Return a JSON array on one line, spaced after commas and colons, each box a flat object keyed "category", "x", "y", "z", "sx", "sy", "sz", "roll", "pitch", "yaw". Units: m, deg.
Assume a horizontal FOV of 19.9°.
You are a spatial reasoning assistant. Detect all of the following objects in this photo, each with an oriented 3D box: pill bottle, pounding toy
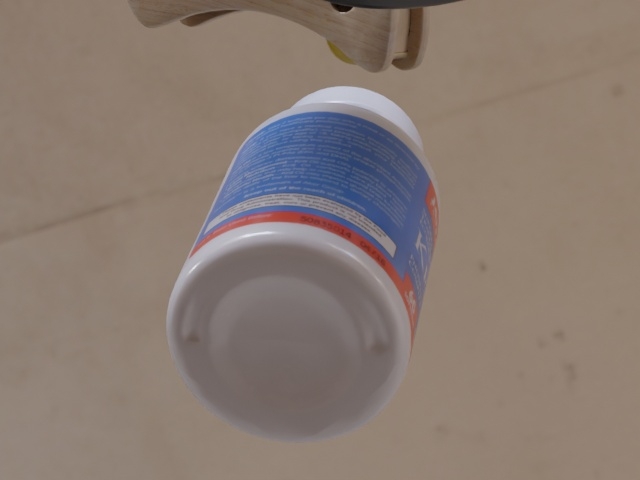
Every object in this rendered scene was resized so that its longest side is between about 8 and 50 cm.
[{"category": "pill bottle", "x": 0.000, "y": 0.000, "z": 0.981, "sx": 0.124, "sy": 0.124, "sz": 0.221, "roll": -15, "pitch": 25, "yaw": 18}, {"category": "pounding toy", "x": -0.060, "y": -0.195, "z": 1.232, "sx": 0.154, "sy": 0.269, "sz": 0.155, "roll": -62, "pitch": -16, "yaw": 18}]

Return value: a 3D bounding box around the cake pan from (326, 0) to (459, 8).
[{"category": "cake pan", "x": 0.071, "y": -0.213, "z": 0.881, "sx": 0.293, "sy": 0.054, "sz": 0.293, "roll": -14, "pitch": -29, "yaw": -8}]
